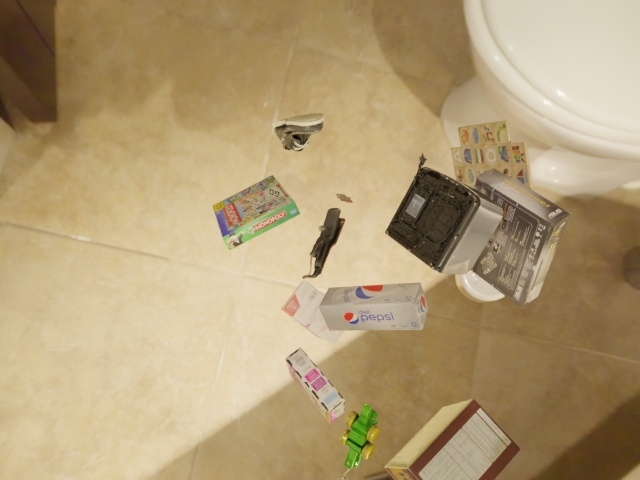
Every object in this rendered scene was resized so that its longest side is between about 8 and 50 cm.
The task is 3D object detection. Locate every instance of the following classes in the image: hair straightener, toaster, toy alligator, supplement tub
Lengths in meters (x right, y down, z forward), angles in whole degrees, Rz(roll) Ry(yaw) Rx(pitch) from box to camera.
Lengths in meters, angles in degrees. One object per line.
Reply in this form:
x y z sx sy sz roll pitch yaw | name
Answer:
0.000 0.000 1.406 0.047 0.089 0.230 6 52 30 | hair straightener
0.239 -0.045 1.073 0.110 0.168 0.185 12 110 -43 | toaster
0.068 0.357 0.964 0.056 0.051 0.189 25 114 29 | toy alligator
0.440 0.094 1.484 0.144 0.200 0.144 -1 82 9 | supplement tub

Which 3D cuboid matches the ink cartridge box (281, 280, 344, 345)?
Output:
-0.011 0.231 1.736 0.198 0.067 0.115 39 75 -4 | ink cartridge box

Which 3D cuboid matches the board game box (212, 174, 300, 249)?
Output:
-0.194 -0.089 1.581 0.214 0.317 0.046 -27 114 -6 | board game box

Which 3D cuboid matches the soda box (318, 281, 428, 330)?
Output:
0.147 0.186 1.534 0.091 0.286 0.098 -58 134 -48 | soda box

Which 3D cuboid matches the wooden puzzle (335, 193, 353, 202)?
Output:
0.083 -0.149 1.940 0.049 0.083 0.006 44 117 33 | wooden puzzle

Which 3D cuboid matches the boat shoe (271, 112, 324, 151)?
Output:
-0.042 -0.235 1.200 0.084 0.233 0.079 -17 102 -17 | boat shoe

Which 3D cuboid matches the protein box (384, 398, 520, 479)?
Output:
0.271 0.463 1.163 0.201 0.200 0.136 -38 77 -19 | protein box

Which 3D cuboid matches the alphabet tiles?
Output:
0.459 -0.175 1.496 0.011 0.342 0.285 -16 101 -15 | alphabet tiles

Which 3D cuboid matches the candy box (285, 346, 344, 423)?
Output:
-0.018 0.490 1.856 0.071 0.159 0.233 -36 63 -18 | candy box

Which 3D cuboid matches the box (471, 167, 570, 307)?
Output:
0.379 -0.003 1.113 0.056 0.231 0.183 -25 46 -26 | box
